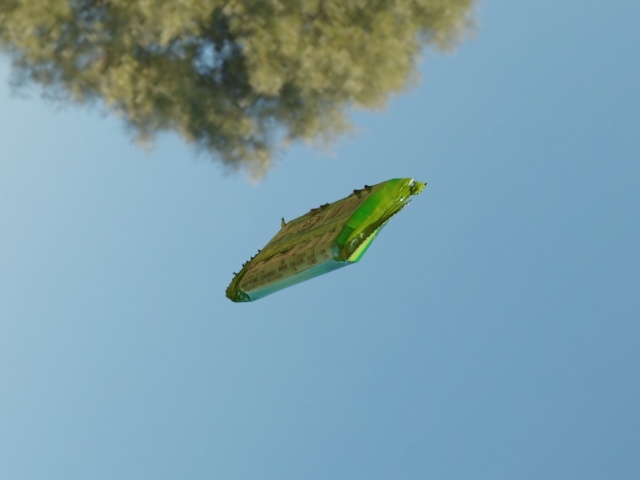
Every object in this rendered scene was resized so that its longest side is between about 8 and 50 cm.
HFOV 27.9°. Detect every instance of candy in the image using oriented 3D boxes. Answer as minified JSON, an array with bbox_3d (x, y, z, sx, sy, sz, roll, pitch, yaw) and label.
[{"bbox_3d":[0.001,0.001,1.045,0.178,0.032,0.102,-21,-155,50],"label":"candy"}]
